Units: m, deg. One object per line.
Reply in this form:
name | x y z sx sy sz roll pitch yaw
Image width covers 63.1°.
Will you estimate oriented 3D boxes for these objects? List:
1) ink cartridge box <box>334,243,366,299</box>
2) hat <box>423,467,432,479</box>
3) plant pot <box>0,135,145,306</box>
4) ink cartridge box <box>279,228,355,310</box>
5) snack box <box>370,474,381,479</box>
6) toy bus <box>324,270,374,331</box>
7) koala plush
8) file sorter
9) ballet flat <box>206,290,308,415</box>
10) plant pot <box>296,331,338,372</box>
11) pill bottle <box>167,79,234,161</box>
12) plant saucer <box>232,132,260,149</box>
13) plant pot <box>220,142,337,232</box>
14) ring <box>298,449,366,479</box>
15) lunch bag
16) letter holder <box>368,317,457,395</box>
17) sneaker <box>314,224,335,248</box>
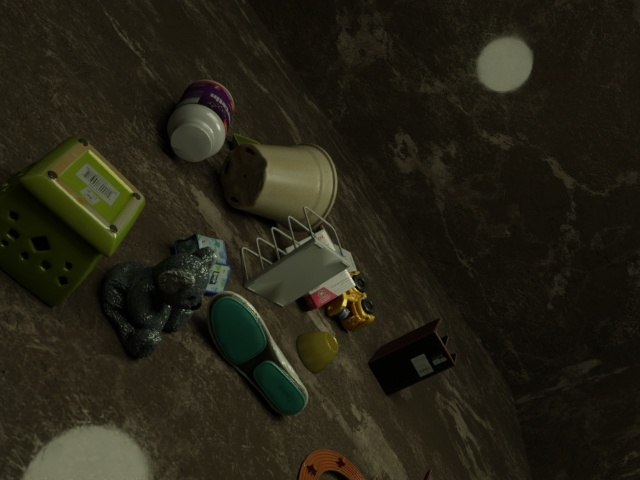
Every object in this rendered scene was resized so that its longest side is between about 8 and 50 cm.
ink cartridge box | 0.145 0.186 2.267 0.261 0.066 0.296 29 36 -50
hat | 0.287 0.837 1.539 0.208 0.184 0.173 61 22 6
plant pot | -0.485 -0.053 0.997 0.228 0.207 0.227 48 24 -23
ink cartridge box | -0.014 0.104 1.857 0.237 0.172 0.100 61 -23 4
snack box | 0.154 0.771 1.558 0.064 0.022 0.178 64 21 9
toy bus | 0.078 0.227 1.980 0.211 0.149 0.220 10 54 -46
koala plush | -0.329 0.099 1.116 0.203 0.221 0.196 56 22 -6
file sorter | -0.087 0.048 1.647 0.193 0.278 0.173 35 29 -46
ballet flat | -0.170 0.291 1.378 0.400 0.139 0.139 57 21 -16
plant pot | 0.001 0.348 1.687 0.134 0.095 0.134 46 25 -29
pill bottle | -0.388 -0.386 1.693 0.181 0.182 0.323 46 24 -29
plant saucer | -0.269 -0.315 2.050 0.188 0.045 0.188 3 58 -64
plant pot | -0.166 -0.203 1.819 0.306 0.334 0.333 4 57 -51
ring | 0.070 0.710 1.373 0.337 0.032 0.336 40 23 -21
lunch bag | -0.310 0.068 1.391 0.129 0.096 0.151 19 59 -63
letter holder | 0.377 0.457 2.086 0.152 0.302 0.214 60 21 2
sneaker | 0.000 0.000 2.186 0.084 0.083 0.215 57 3 -18
